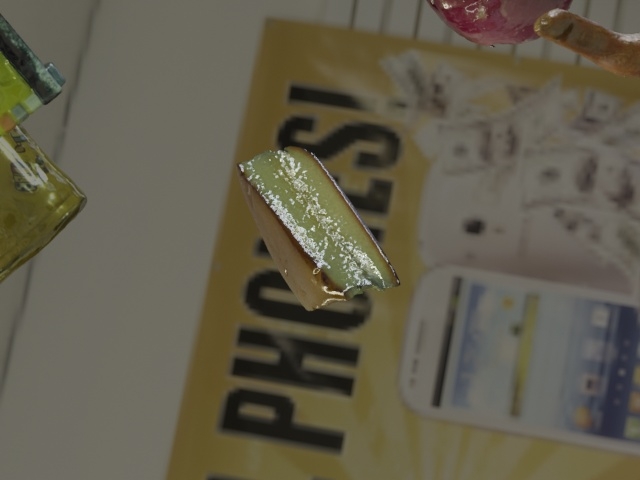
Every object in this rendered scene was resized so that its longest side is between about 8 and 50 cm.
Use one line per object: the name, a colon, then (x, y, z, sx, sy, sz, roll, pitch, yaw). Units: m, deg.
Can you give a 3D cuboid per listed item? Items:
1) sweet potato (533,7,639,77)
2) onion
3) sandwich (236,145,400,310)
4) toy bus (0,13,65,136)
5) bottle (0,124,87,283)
sweet potato: (0.220, -0.128, 1.070, 0.044, 0.179, 0.044, -178, 90, -73)
onion: (0.171, -0.273, 1.525, 0.153, 0.177, 0.177, -41, 12, 24)
sandwich: (0.000, 0.000, 1.707, 0.258, 0.094, 0.096, 56, 165, 42)
toy bus: (-0.327, -0.146, 1.401, 0.150, 0.128, 0.262, -41, 17, -8)
bottle: (-0.421, -0.119, 1.697, 0.171, 0.351, 0.171, -38, 9, 7)
